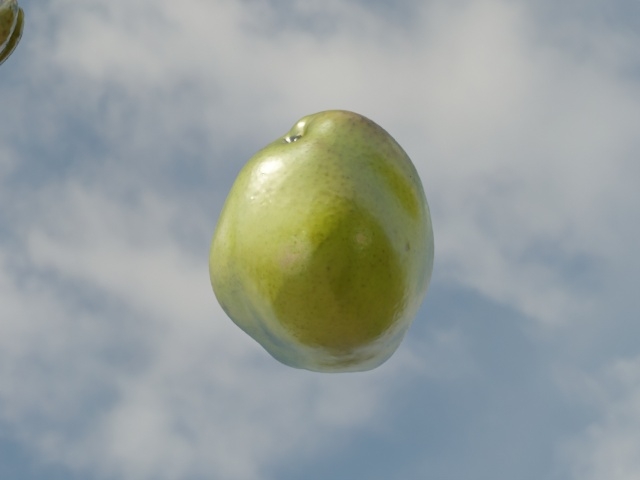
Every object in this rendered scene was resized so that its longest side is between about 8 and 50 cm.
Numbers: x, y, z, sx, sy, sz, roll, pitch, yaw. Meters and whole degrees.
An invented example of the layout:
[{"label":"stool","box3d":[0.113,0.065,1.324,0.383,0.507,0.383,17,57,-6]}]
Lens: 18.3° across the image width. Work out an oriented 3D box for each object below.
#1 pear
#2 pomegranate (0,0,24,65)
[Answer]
[{"label":"pear","box3d":[0.000,0.000,0.733,0.092,0.092,0.097,6,-92,-22]},{"label":"pomegranate","box3d":[-0.102,-0.019,0.436,0.084,0.073,0.073,-29,-52,-23]}]
